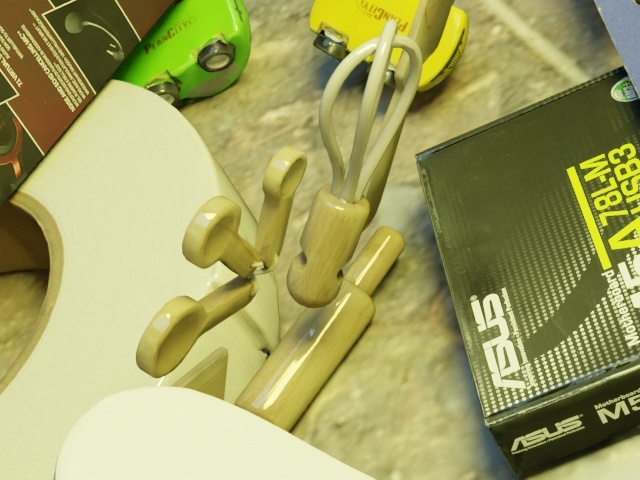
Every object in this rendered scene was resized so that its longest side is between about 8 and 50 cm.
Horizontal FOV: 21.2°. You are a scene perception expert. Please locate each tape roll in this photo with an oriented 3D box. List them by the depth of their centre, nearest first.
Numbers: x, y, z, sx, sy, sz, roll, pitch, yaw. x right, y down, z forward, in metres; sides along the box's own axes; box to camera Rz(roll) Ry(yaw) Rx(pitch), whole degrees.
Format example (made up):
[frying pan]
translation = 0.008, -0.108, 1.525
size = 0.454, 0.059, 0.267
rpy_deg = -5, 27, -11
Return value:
[tape roll]
translation = -0.209, 0.071, 0.918
size = 0.392, 0.072, 0.392
rpy_deg = -19, 42, 17

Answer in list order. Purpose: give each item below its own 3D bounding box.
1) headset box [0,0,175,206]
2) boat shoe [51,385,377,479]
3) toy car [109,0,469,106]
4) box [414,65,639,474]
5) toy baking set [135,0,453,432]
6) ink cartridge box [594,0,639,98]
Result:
[headset box]
translation = -0.247, -0.099, 0.971
size = 0.218, 0.110, 0.293
rpy_deg = 14, 58, 41
[boat shoe]
translation = 0.027, 0.164, 0.650
size = 0.301, 0.102, 0.108
rpy_deg = 24, 56, 21
[toy car]
translation = -0.029, -0.145, 1.003
size = 0.225, 0.053, 0.239
rpy_deg = -30, 62, 23
[box]
translation = 0.147, -0.005, 0.781
size = 0.184, 0.045, 0.190
rpy_deg = -21, 41, 10
[toy baking set]
translation = -0.001, 0.005, 0.767
size = 0.030, 0.196, 0.256
rpy_deg = 30, 63, 18
[ink cartridge box]
translation = 0.240, -0.150, 0.819
size = 0.224, 0.045, 0.223
rpy_deg = -13, 42, 0
